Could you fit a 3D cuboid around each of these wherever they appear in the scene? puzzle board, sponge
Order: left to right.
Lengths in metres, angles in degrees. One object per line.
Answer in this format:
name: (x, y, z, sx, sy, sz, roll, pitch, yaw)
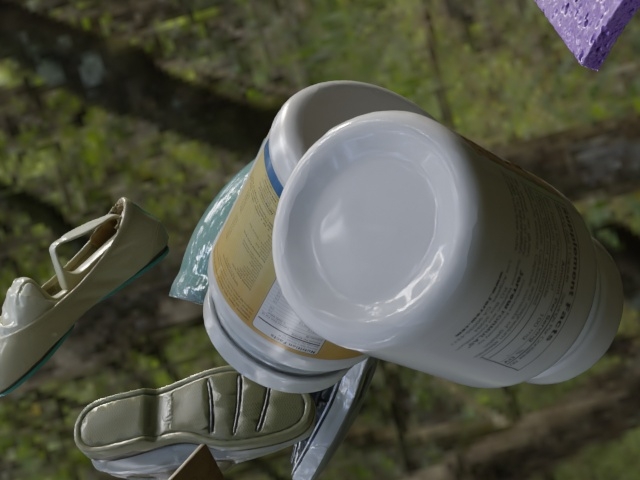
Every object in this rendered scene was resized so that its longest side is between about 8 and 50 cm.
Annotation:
puzzle board: (-0.118, 0.257, 1.641, 0.128, 0.011, 0.096, -45, -65, -47)
sponge: (0.317, -0.299, 2.185, 0.031, 0.117, 0.210, 18, -154, -25)

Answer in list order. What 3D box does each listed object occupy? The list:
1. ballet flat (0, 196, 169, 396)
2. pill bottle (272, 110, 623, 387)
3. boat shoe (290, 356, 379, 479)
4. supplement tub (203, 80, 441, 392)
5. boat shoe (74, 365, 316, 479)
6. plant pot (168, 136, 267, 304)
ballet flat: (-0.262, 0.049, 1.833, 0.086, 0.248, 0.086, 41, 161, 17)
pill bottle: (0.084, 0.016, 1.053, 0.229, 0.131, 0.131, 22, -128, -56)
boat shoe: (0.004, 0.201, 2.529, 0.113, 0.105, 0.306, -43, -23, -57)
supplement tub: (0.005, 0.001, 1.296, 0.200, 0.144, 0.144, 119, 155, -44)
boat shoe: (-0.138, 0.227, 2.200, 0.103, 0.302, 0.113, 59, -149, -49)
plant pot: (0.000, 0.000, 1.977, 0.293, 0.293, 0.196, 24, -102, -76)
